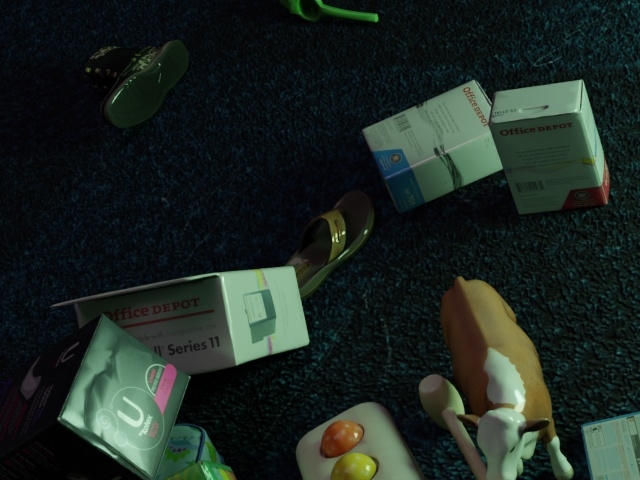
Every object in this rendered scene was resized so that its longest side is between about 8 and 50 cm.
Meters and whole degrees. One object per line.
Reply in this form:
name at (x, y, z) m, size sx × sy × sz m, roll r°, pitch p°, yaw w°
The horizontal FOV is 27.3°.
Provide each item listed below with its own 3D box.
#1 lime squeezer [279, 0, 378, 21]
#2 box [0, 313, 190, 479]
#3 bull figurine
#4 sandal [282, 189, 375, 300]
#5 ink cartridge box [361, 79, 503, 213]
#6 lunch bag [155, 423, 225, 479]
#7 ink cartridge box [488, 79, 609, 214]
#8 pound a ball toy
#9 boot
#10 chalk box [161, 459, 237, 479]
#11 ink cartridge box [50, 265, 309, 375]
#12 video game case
lime squeezer at (-0.011, -0.442, 2.435) m, size 0.110 × 0.058 × 0.310 m, roll -7°, pitch 31°, yaw -26°
box at (-0.304, 0.232, 1.548) m, size 0.270 × 0.143 × 0.165 m, roll -32°, pitch 29°, yaw 37°
bull figurine at (0.211, 0.175, 1.517) m, size 0.101 × 0.188 × 0.310 m, roll -19°, pitch 40°, yaw 9°
sandal at (0.000, 0.000, 1.923) m, size 0.090 × 0.060 × 0.219 m, roll 24°, pitch 60°, yaw 43°
ink cartridge box at (0.174, -0.141, 1.969) m, size 0.191 × 0.082 × 0.139 m, roll -23°, pitch 40°, yaw 2°
lunch bag at (-0.238, 0.329, 1.663) m, size 0.219 × 0.090 × 0.176 m, roll -11°, pitch 41°, yaw 18°
ink cartridge box at (0.315, -0.126, 1.804) m, size 0.128 × 0.175 × 0.072 m, roll -6°, pitch 44°, yaw 22°
pound a ball toy at (0.088, 0.263, 1.479) m, size 0.208 × 0.135 × 0.319 m, roll -30°, pitch 23°, yaw 2°
boot at (-0.368, -0.285, 2.415) m, size 0.179 × 0.085 × 0.236 m, roll 4°, pitch 42°, yaw 34°
chalk box at (-0.147, 0.358, 1.466) m, size 0.289 × 0.180 × 0.179 m, roll -28°, pitch 76°, yaw -2°
ink cartridge box at (-0.171, 0.110, 1.685) m, size 0.207 × 0.119 × 0.353 m, roll -11°, pitch -3°, yaw 18°
video game case at (0.386, 0.240, 1.492) m, size 0.166 × 0.015 × 0.119 m, roll -15°, pitch 40°, yaw 13°
